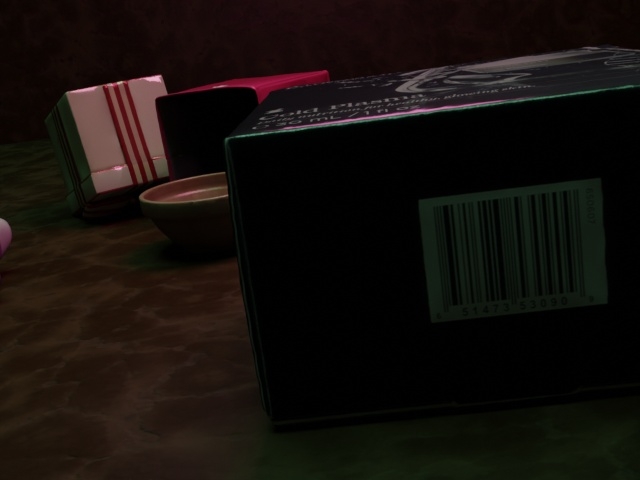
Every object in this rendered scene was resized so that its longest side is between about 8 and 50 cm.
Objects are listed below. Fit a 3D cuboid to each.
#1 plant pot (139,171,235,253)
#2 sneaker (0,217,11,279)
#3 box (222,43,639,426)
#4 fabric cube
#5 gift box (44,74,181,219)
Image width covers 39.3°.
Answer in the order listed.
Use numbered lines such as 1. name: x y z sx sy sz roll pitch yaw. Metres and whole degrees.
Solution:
1. plant pot: -0.189 -0.045 1.559 0.237 0.110 0.237 -7 14 2
2. sneaker: -0.557 0.047 1.455 0.161 0.102 0.282 2 28 20
3. box: 0.170 -0.042 1.023 0.479 0.298 0.472 -7 13 3
4. fabric cube: -0.135 -0.194 1.801 0.254 0.259 0.258 1 17 33
5. gift box: -0.438 -0.189 1.969 0.255 0.258 0.276 -17 -2 -25
